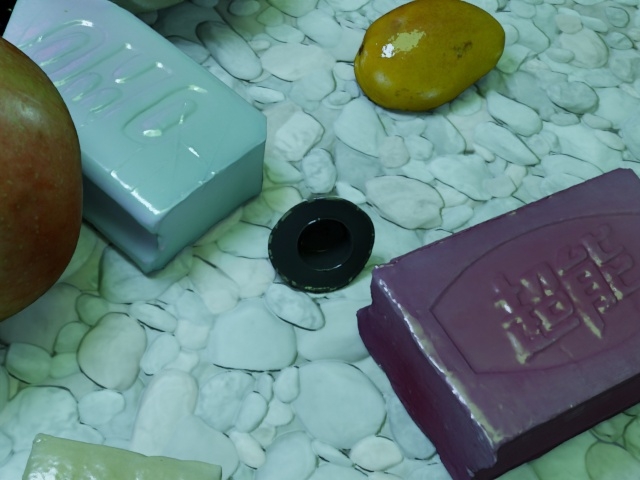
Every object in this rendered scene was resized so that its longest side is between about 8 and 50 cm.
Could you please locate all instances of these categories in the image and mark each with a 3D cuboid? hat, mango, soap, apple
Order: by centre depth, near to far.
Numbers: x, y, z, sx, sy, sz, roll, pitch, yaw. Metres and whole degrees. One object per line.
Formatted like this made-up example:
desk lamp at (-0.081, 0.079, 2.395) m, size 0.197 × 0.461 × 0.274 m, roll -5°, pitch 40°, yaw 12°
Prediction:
apple at (-0.374, -0.062, 0.939) m, size 0.277 × 0.319 × 0.319 m, roll -5°, pitch 50°, yaw -48°
soap at (0.247, 0.085, 1.062) m, size 0.360 × 0.128 × 0.233 m, roll -21°, pitch 61°, yaw -23°
hat at (0.000, 0.000, 1.117) m, size 0.121 × 0.121 × 0.050 m, roll 5°, pitch 14°, yaw -8°
soap at (-0.238, -0.145, 1.146) m, size 0.347 × 0.115 × 0.208 m, roll 39°, pitch 55°, yaw 18°
mango at (0.150, -0.250, 1.311) m, size 0.217 × 0.102 × 0.141 m, roll -16°, pitch 64°, yaw -19°

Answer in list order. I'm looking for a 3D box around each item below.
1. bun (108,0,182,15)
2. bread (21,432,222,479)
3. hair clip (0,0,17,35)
bun at (-0.238, -0.423, 1.293) m, size 0.365 × 0.219 × 0.365 m, roll 14°, pitch 45°, yaw -14°
bread at (-0.183, 0.252, 0.890) m, size 0.178 × 0.060 × 0.139 m, roll 12°, pitch 53°, yaw -3°
hair clip at (-0.506, -0.282, 1.170) m, size 0.310 × 0.194 × 0.206 m, roll -5°, pitch 43°, yaw -13°
